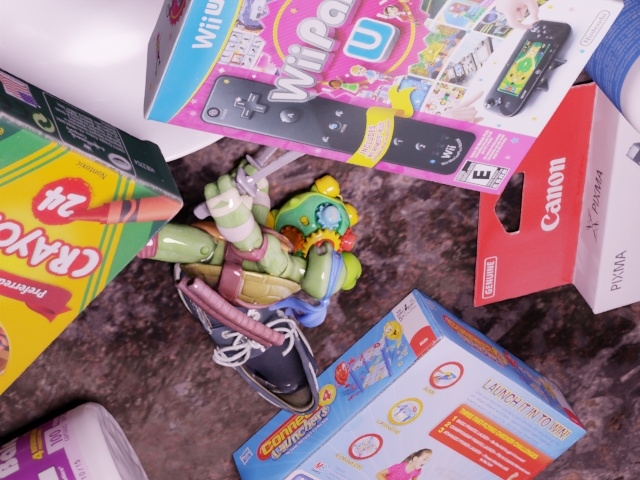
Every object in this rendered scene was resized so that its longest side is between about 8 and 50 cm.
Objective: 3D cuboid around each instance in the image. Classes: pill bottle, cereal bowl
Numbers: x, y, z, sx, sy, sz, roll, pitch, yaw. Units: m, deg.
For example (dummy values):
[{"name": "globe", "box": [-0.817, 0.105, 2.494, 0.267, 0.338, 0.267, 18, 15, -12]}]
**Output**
[{"name": "pill bottle", "box": [-0.335, 0.309, 1.635, 0.302, 0.169, 0.169, -28, 134, -1]}, {"name": "cereal bowl", "box": [-0.174, -0.221, 1.260, 0.339, 0.141, 0.339, -13, 141, -10]}, {"name": "pill bottle", "box": [0.328, -0.172, 1.483, 0.124, 0.221, 0.124, -12, 132, -14]}]

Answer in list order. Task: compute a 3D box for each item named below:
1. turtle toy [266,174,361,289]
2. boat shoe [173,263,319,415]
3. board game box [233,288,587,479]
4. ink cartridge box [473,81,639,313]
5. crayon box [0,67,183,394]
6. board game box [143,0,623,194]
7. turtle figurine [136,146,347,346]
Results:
[{"name": "turtle toy", "box": [0.000, 0.000, 1.591, 0.095, 0.066, 0.130, -32, 134, 4]}, {"name": "boat shoe", "box": [-0.072, 0.100, 1.635, 0.095, 0.079, 0.254, -28, 134, 1]}, {"name": "board game box", "box": [0.110, 0.241, 1.832, 0.302, 0.086, 0.308, -43, 132, 14]}, {"name": "ink cartridge box", "box": [0.305, -0.045, 1.690, 0.261, 0.066, 0.296, -14, 132, -14]}, {"name": "crayon box", "box": [-0.294, 0.018, 1.283, 0.318, 0.081, 0.202, -45, 137, 19]}, {"name": "board game box", "box": [0.040, -0.164, 1.175, 0.303, 0.097, 0.224, 12, 136, -16]}, {"name": "turtle figurine", "box": [-0.104, -0.047, 1.439, 0.266, 0.197, 0.274, 2, 125, -6]}]
